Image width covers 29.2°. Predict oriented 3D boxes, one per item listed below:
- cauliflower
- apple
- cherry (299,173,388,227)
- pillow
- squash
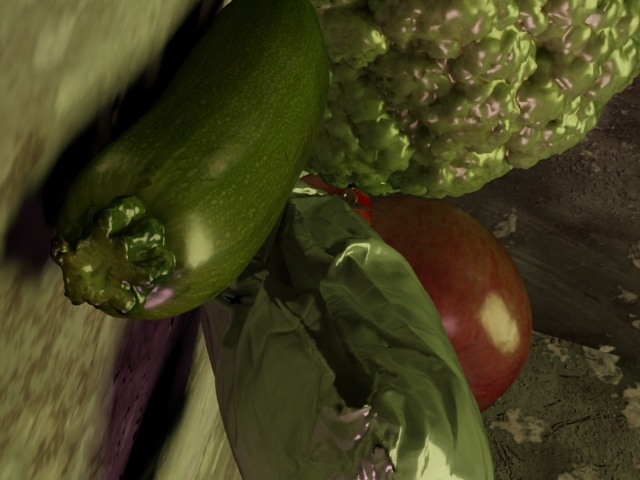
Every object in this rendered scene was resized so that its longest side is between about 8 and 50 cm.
[{"bbox_3d":[0.068,-0.178,0.694,0.250,0.275,0.272,58,-2,46],"label":"cauliflower"},{"bbox_3d":[0.118,0.092,1.617,0.269,0.344,0.345,-88,-172,-45],"label":"apple"},{"bbox_3d":[-0.005,0.001,1.035,0.126,0.087,0.106,-62,178,17],"label":"cherry"},{"bbox_3d":[0.030,0.127,0.700,0.283,0.138,0.310,-114,-175,-52],"label":"pillow"},{"bbox_3d":[-0.039,-0.036,0.469,0.258,0.069,0.069,-67,173,-58],"label":"squash"}]
